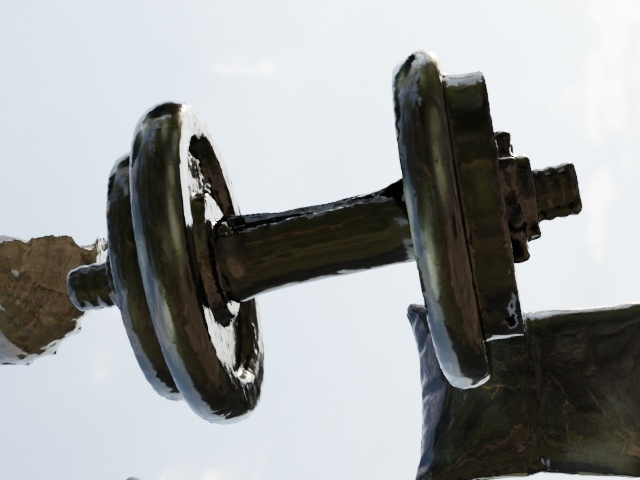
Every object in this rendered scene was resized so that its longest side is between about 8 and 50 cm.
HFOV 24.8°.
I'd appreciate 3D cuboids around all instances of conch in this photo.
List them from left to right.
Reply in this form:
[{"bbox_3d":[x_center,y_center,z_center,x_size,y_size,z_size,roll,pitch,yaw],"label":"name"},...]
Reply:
[{"bbox_3d":[-0.250,0.029,1.184,0.155,0.130,0.207,-39,-17,-6],"label":"conch"}]

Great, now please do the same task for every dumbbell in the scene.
[{"bbox_3d":[0.000,0.000,0.809,0.192,0.290,0.192,-11,-90,-82],"label":"dumbbell"}]

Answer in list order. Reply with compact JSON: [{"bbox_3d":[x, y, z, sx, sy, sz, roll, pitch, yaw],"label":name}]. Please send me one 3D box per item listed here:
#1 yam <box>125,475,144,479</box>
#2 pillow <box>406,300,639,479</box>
[{"bbox_3d":[-0.122,0.197,1.076,0.021,0.116,0.021,-4,-81,-25],"label":"yam"},{"bbox_3d":[0.206,0.137,1.326,0.106,0.250,0.186,81,-174,-63],"label":"pillow"}]
